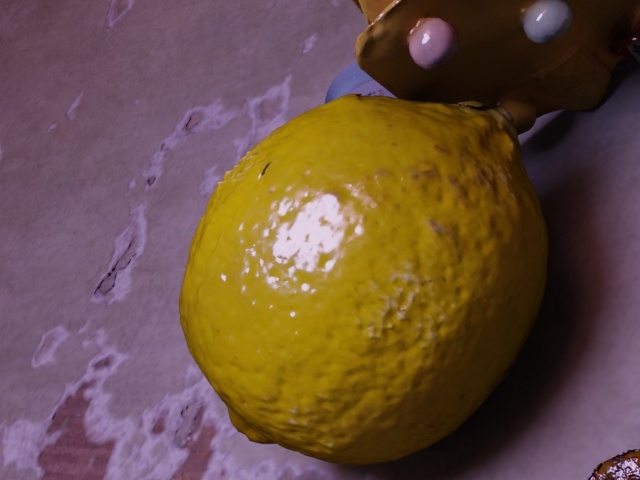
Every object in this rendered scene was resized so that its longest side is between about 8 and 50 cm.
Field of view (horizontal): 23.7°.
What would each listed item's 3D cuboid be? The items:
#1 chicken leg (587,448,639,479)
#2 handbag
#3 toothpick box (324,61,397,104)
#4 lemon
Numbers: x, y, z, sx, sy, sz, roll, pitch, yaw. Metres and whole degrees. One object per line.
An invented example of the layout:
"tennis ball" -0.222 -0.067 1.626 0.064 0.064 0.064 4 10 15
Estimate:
"chicken leg" 0.198 0.163 1.022 0.083 0.021 0.036 -31 49 22
"handbag" 0.224 -0.223 1.137 0.401 0.283 0.133 -31 62 15
"toothpick box" 0.062 -0.076 1.309 0.101 0.101 0.153 -35 38 17
"lemon" 0.037 0.024 1.119 0.310 0.253 0.253 -49 36 4
